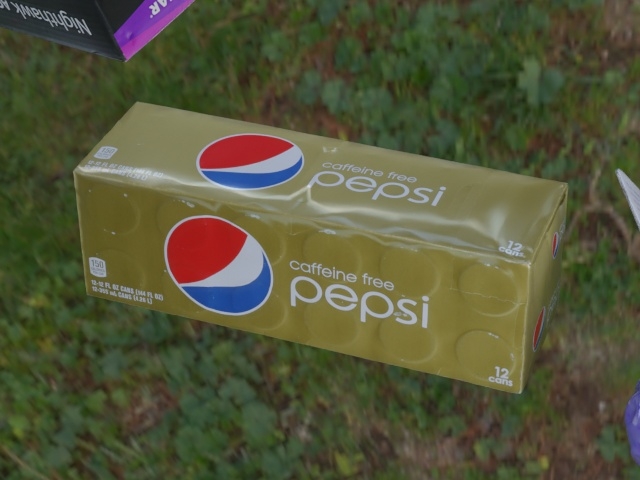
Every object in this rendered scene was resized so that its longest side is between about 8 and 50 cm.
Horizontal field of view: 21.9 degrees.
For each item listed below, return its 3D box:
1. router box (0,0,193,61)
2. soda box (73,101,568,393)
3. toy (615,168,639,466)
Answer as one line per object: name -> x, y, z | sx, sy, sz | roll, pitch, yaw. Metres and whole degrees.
router box -> -0.119, -0.126, 0.436 | 0.179, 0.133, 0.046 | 20, 56, 41
soda box -> 0.000, 0.000, 0.635 | 0.181, 0.061, 0.058 | 11, 36, 17
toy -> 0.148, 0.104, 0.581 | 0.056, 0.137, 0.237 | -31, 52, 18
